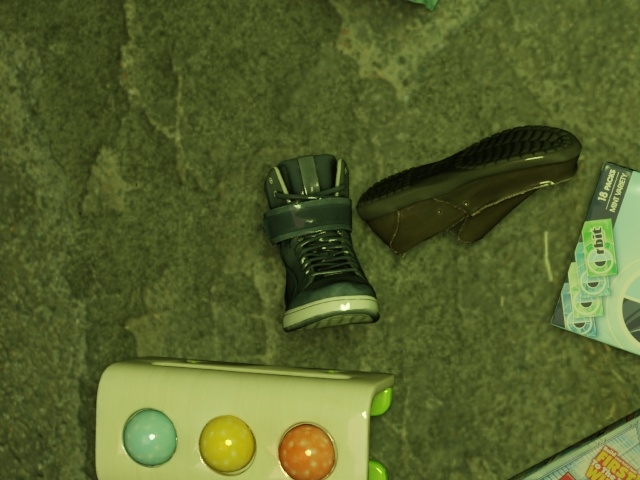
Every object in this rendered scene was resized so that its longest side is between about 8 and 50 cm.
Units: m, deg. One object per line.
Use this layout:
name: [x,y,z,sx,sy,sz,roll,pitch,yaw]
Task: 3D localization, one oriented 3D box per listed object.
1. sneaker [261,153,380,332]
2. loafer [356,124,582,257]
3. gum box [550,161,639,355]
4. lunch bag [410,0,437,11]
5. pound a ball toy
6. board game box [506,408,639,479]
sneaker: [-0.002,0.000,1.264,0.086,0.226,0.163,-4,89,-9]
loafer: [0.144,-0.043,1.291,0.220,0.080,0.078,-17,111,28]
gum box: [0.319,0.031,1.250,0.184,0.041,0.156,19,99,15]
lunch bag: [0.069,-0.326,1.188,0.160,0.262,0.223,33,102,13]
pound a ball toy: [-0.052,0.228,1.334,0.319,0.136,0.208,3,94,18]
board game box: [0.261,0.256,1.276,0.194,0.060,0.194,46,106,10]
